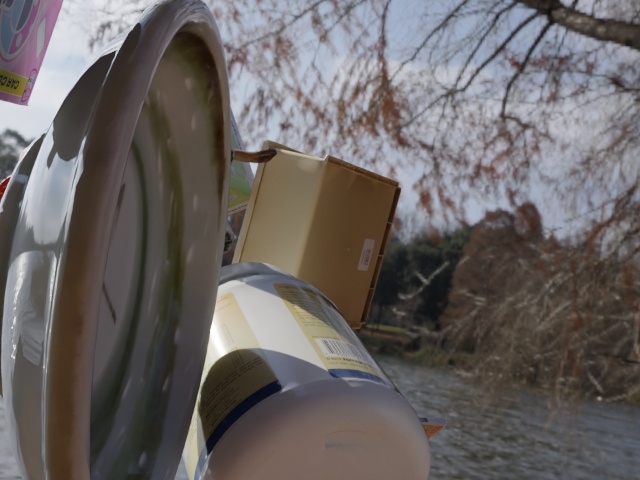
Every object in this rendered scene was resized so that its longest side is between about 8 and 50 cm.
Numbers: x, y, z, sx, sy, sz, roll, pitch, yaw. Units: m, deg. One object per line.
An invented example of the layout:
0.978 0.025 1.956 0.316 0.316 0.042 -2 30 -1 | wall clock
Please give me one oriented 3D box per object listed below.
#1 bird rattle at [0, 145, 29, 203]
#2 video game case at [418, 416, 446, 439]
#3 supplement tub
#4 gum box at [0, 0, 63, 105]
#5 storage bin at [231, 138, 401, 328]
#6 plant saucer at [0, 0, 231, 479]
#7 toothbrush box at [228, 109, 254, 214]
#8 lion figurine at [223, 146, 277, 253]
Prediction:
-0.693 -0.164 1.726 0.143 0.206 0.253 28 3 -2 | bird rattle
0.086 0.243 0.909 0.122 0.011 0.087 13 -46 -32 | video game case
-0.047 0.174 0.794 0.228 0.228 0.316 14 17 -26 | supplement tub
-0.203 -0.143 0.421 0.062 0.107 0.188 19 4 -9 | gum box
0.000 0.000 1.187 0.123 0.262 0.260 16 2 35 | storage bin
-0.149 0.024 0.534 0.101 0.400 0.400 8 -8 2 | plant saucer
-0.223 -0.157 1.264 0.122 0.206 0.283 -21 -8 12 | toothbrush box
-0.251 -0.009 0.921 0.240 0.392 0.142 27 -25 46 | lion figurine
